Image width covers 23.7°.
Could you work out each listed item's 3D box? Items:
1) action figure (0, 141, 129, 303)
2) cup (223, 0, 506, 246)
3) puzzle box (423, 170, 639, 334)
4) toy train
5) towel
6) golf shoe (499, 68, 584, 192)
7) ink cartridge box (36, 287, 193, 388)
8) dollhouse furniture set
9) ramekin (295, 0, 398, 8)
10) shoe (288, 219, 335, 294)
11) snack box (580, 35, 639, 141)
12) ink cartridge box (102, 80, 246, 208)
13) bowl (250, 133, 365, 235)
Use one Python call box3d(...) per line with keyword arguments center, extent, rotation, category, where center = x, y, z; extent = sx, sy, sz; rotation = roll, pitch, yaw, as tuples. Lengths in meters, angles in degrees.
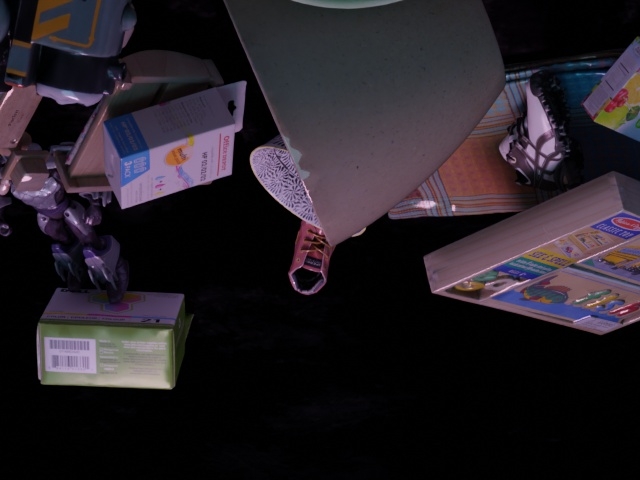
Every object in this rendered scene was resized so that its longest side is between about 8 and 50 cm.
box3d(center=(-0.351, -0.036, 2.047), extent=(0.185, 0.099, 0.285), rotation=(0, 142, 23), category="action figure")
box3d(center=(0.052, -0.191, 1.584), extent=(0.237, 0.331, 0.331), rotation=(-24, 142, 0), category="cup")
box3d(center=(0.355, 0.026, 1.883), extent=(0.272, 0.052, 0.409), rotation=(-27, 154, 34), category="puzzle box")
box3d(center=(-0.257, -0.295, 1.490), extent=(0.190, 0.142, 0.334), rotation=(14, 102, 3), category="toy train")
box3d(center=(0.228, -0.116, 1.854), extent=(0.370, 0.040, 0.271), rotation=(-5, 143, 19), category="towel")
box3d(center=(0.246, -0.117, 1.749), extent=(0.094, 0.077, 0.198), rotation=(-3, 143, 19), category="golf shoe")
box3d(center=(-0.286, 0.113, 2.181), extent=(0.189, 0.255, 0.097), rotation=(2, 111, 2), category="ink cartridge box")
box3d(center=(-0.245, -0.219, 1.805), extent=(0.355, 0.174, 0.303), rotation=(-4, 144, -39), category="dollhouse furniture set")
box3d(center=(0.035, -0.369, 1.358), extent=(0.303, 0.148, 0.303), rotation=(-9, 141, -8), category="ramekin")
box3d(center=(0.000, 0.000, 2.034), extent=(0.063, 0.081, 0.178), rotation=(13, 146, -6), category="shoe")
box3d(center=(0.373, -0.159, 1.700), extent=(0.141, 0.037, 0.100), rotation=(18, 123, -39), category="snack box")
box3d(center=(-0.162, -0.114, 1.803), extent=(0.181, 0.061, 0.104), rotation=(-19, 151, -18), category="ink cartridge box")
box3d(center=(0.004, -0.088, 1.884), extent=(0.170, 0.080, 0.170), rotation=(29, 159, 13), category="bowl")
